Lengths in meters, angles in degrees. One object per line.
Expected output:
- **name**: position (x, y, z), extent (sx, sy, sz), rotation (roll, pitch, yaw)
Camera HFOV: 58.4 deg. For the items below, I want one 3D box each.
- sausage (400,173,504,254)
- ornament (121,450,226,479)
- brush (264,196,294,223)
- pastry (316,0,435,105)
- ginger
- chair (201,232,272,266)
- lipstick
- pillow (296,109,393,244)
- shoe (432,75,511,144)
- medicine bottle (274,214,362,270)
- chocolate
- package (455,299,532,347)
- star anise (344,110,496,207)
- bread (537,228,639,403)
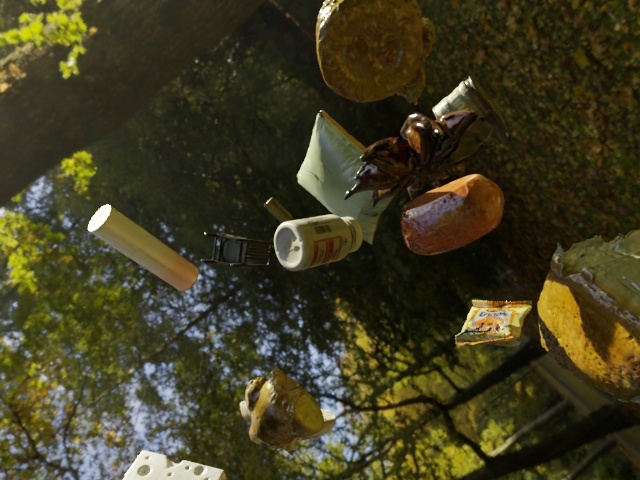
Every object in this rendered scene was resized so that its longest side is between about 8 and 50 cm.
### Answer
- **sausage**: position (0.318, -0.059, 1.386), extent (0.141, 0.268, 0.153), rotation (55, -141, -11)
- **ornament**: position (-0.376, 0.706, 1.396), extent (0.239, 0.239, 0.239), rotation (-57, -32, -56)
- **brush**: position (-0.074, -0.040, 1.797), extent (0.248, 0.043, 0.036), rotation (45, 161, -12)
- **pastry**: position (0.105, -0.410, 1.158), extent (0.132, 0.236, 0.239), rotation (-99, 13, -52)
- **ginger**: position (-0.123, 0.457, 1.481), extent (0.218, 0.270, 0.123), rotation (52, -149, 6)
- **chair**: position (-0.216, 0.029, 1.524), extent (0.102, 0.084, 0.212), rotation (8, 180, 20)
- **lipstick**: position (-0.483, 0.028, 1.591), extent (0.327, 0.087, 0.087), rotation (43, -172, -39)
- **pillow**: position (0.070, -0.164, 1.562), extent (0.310, 0.119, 0.312), rotation (41, 148, 11)
- **shoe**: position (0.385, -0.304, 1.477), extent (0.293, 0.149, 0.109), rotation (27, -141, -52)
- **medicine bottle**: position (0.000, 0.000, 0.932), extent (0.140, 0.079, 0.079), rotation (-11, -128, -43)
- **chocolate**: position (-0.105, 0.550, 1.753), extent (0.304, 0.100, 0.185), rotation (0, 170, 38)
- **package**: position (0.300, 0.141, 0.987), extent (0.120, 0.108, 0.031), rotation (-47, -53, -48)
- **star anise**: position (0.155, -0.150, 0.968), extent (0.272, 0.272, 0.102), rotation (37, -147, -65)
- **bread**: position (0.506, 0.136, 0.884), extent (0.279, 0.225, 0.250), rotation (-122, 17, -48)
